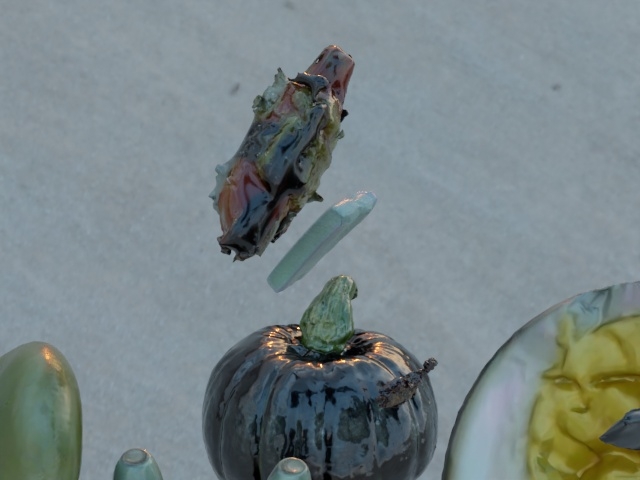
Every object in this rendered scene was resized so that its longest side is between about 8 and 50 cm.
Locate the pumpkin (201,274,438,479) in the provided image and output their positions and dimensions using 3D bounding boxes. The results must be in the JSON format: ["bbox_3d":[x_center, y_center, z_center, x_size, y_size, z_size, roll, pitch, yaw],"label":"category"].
[{"bbox_3d":[0.000,0.186,1.399,0.295,0.296,0.296,13,44,-13],"label":"pumpkin"}]

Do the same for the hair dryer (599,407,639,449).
[{"bbox_3d":[0.203,-0.022,0.547,0.340,0.123,0.312,-27,70,-37],"label":"hair dryer"}]

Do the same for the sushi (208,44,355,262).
[{"bbox_3d":[-0.036,-0.082,1.092,0.103,0.226,0.097,26,-8,37],"label":"sushi"}]

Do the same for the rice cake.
[{"bbox_3d":[-0.001,0.001,1.657,0.080,0.222,0.042,-33,81,-41],"label":"rice cake"}]

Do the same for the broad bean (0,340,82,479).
[{"bbox_3d":[-0.269,0.186,1.015,0.121,0.263,0.189,19,58,-32],"label":"broad bean"}]

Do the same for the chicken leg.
[{"bbox_3d":[0.092,0.155,1.238,0.083,0.036,0.021,-27,43,-29],"label":"chicken leg"}]

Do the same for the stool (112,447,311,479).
[{"bbox_3d":[-0.104,0.311,1.011,0.195,0.199,0.195,3,28,0],"label":"stool"}]

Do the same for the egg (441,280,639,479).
[{"bbox_3d":[0.325,0.231,0.938,0.340,0.354,0.354,25,35,-42],"label":"egg"}]
